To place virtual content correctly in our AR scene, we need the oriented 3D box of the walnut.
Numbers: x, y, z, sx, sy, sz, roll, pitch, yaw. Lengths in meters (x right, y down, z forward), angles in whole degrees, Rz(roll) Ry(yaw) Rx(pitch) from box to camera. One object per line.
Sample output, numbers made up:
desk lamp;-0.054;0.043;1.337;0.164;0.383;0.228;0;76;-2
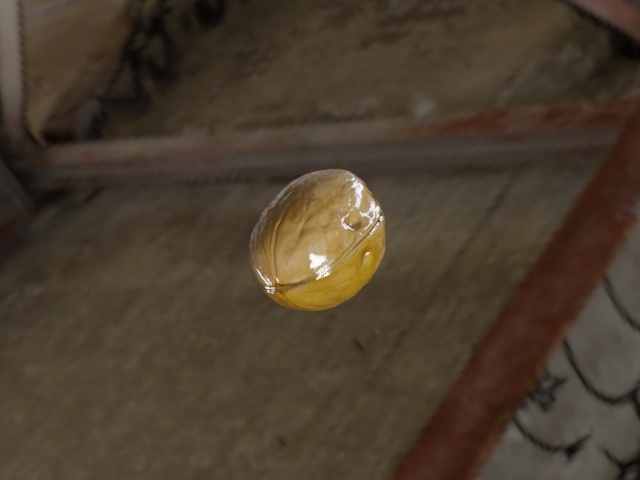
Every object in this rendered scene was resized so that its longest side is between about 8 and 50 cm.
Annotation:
walnut;0.000;0.000;2.290;0.167;0.167;0.207;-3;-147;43
